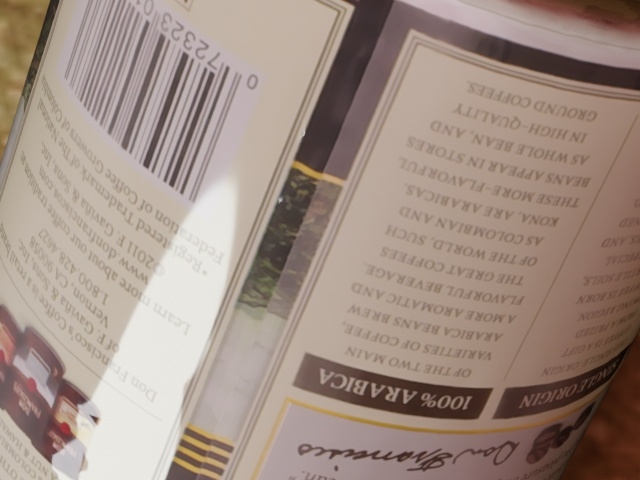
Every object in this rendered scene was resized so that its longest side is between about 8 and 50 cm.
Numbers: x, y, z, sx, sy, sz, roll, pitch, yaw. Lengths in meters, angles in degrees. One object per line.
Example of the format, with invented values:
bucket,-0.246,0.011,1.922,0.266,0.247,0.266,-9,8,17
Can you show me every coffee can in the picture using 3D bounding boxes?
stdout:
coffee can,0.000,0.000,0.599,0.201,0.201,0.275,34,122,18
